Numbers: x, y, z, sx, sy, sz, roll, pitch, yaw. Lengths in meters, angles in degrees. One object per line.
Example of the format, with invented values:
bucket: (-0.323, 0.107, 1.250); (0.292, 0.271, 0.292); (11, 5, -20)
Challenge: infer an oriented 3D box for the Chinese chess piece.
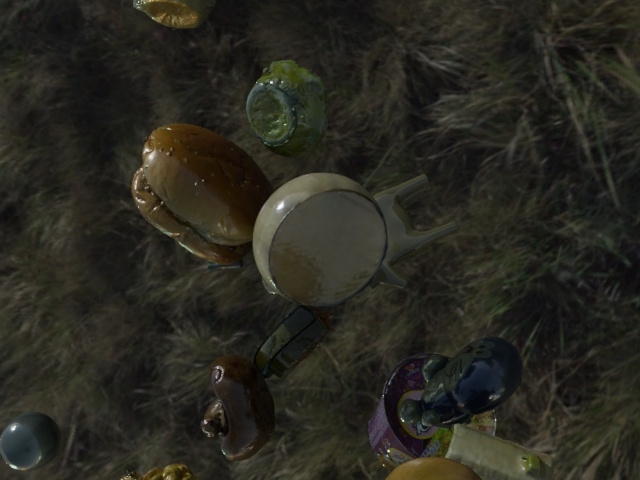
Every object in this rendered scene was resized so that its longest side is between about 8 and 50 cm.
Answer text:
Chinese chess piece: (0.000, 0.000, 1.290); (0.104, 0.257, 0.257); (-134, 47, -56)

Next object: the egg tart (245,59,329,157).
egg tart: (-0.072, -0.244, 1.321); (0.197, 0.078, 0.197); (18, 121, 32)

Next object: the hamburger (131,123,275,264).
hamburger: (-0.233, -0.106, 1.394); (0.314, 0.289, 0.170); (37, 115, -14)

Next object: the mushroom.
mushroom: (-0.167, 0.359, 1.509); (0.138, 0.194, 0.231); (-7, 101, 19)

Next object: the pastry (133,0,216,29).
pastry: (-0.291, -0.490, 1.379); (0.166, 0.166, 0.088); (-10, 69, 37)

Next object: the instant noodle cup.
instant noodle cup: (0.296, 0.531, 1.975); (0.340, 0.340, 0.266); (44, 144, 15)

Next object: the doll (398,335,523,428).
doll: (0.298, 0.294, 1.417); (0.154, 0.228, 0.258); (40, 135, 6)

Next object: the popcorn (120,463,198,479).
popcorn: (-0.308, 0.506, 1.309); (0.180, 0.180, 0.170); (-12, 98, 37)

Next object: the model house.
model house: (0.308, 0.430, 1.258); (0.194, 0.174, 0.234); (19, 132, 14)

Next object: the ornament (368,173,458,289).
ornament: (0.178, -0.011, 1.530); (0.230, 0.245, 0.061); (61, 169, 24)

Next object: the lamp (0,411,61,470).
lamp: (-0.519, 0.360, 1.231); (0.105, 0.105, 0.105); (12, 112, 32)

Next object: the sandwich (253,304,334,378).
sandwich: (-0.052, 0.221, 1.434); (0.235, 0.159, 0.079); (-46, 70, 24)

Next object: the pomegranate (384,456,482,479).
pomegranate: (0.175, 0.431, 1.064); (0.191, 0.191, 0.191); (12, 112, 32)

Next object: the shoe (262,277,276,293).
shoe: (-0.087, 0.039, 1.664); (0.089, 0.092, 0.180); (-13, 79, 53)

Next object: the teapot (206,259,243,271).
teapot: (-0.300, 0.073, 2.158); (0.111, 0.043, 0.042); (-11, 99, 15)
